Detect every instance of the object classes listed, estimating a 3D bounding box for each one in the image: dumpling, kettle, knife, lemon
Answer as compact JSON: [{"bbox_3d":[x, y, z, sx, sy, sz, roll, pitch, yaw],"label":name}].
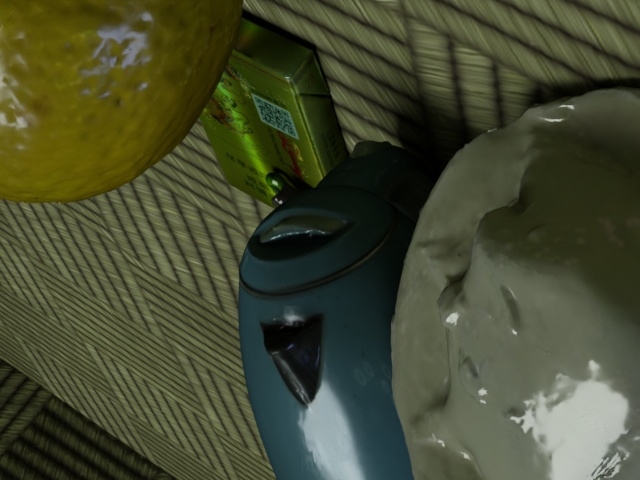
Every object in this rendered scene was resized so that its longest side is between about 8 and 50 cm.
[{"bbox_3d":[0.188,0.056,1.245,0.233,0.395,0.315,6,-145,-46],"label":"dumpling"},{"bbox_3d":[0.057,0.084,1.487,0.247,0.319,0.342,-7,122,29],"label":"kettle"},{"bbox_3d":[0.001,-0.001,1.735,0.054,0.015,0.212,14,151,50],"label":"knife"},{"bbox_3d":[-0.221,-0.214,1.302,0.349,0.350,0.387,33,137,17],"label":"lemon"}]

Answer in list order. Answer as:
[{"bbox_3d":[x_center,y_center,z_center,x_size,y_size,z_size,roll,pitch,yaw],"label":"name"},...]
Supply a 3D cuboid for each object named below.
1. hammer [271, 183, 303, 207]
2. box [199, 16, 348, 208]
[{"bbox_3d":[0.085,0.022,1.669,0.297,0.027,0.125,28,161,-1],"label":"hammer"},{"bbox_3d":[-0.054,-0.117,1.654,0.173,0.043,0.311,28,159,27],"label":"box"}]
